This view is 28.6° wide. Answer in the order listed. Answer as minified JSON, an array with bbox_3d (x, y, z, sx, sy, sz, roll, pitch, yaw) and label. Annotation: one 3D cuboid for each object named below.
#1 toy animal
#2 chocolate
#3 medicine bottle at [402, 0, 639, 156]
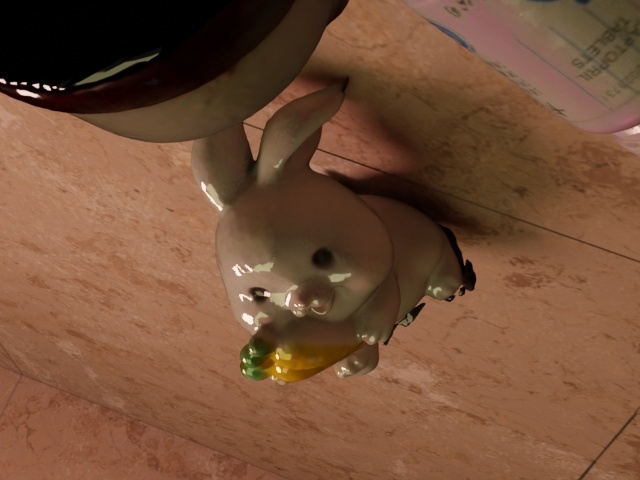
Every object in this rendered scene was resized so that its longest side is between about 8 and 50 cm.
[{"bbox_3d":[0.003,0.005,1.199,0.183,0.247,0.310,-13,157,31],"label":"toy animal"},{"bbox_3d":[-0.099,-0.192,0.835,0.283,0.283,0.186,8,169,33],"label":"chocolate"},{"bbox_3d":[0.169,-0.150,0.761,0.254,0.152,0.152,33,156,-20],"label":"medicine bottle"}]
